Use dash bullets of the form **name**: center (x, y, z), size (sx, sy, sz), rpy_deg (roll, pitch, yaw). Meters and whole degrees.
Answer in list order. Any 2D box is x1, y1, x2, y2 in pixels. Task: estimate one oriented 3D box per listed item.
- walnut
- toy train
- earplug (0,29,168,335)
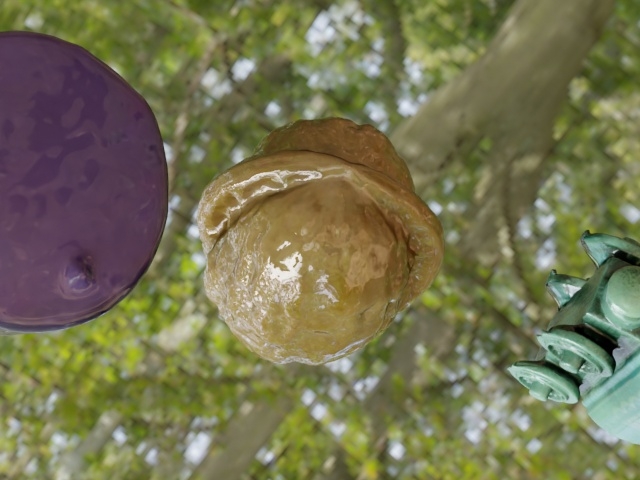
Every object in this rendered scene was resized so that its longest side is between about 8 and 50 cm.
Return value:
- **walnut**: center (0.000, 0.000, 1.636), size (0.257, 0.257, 0.224), rpy_deg (25, -126, -19)
- **toy train**: center (0.222, 0.080, 1.186), size (0.159, 0.101, 0.248), rpy_deg (30, 166, 4)
- **earplug**: center (-0.311, -0.015, 1.367), size (0.215, 0.456, 0.215), rpy_deg (5, -100, -31)
